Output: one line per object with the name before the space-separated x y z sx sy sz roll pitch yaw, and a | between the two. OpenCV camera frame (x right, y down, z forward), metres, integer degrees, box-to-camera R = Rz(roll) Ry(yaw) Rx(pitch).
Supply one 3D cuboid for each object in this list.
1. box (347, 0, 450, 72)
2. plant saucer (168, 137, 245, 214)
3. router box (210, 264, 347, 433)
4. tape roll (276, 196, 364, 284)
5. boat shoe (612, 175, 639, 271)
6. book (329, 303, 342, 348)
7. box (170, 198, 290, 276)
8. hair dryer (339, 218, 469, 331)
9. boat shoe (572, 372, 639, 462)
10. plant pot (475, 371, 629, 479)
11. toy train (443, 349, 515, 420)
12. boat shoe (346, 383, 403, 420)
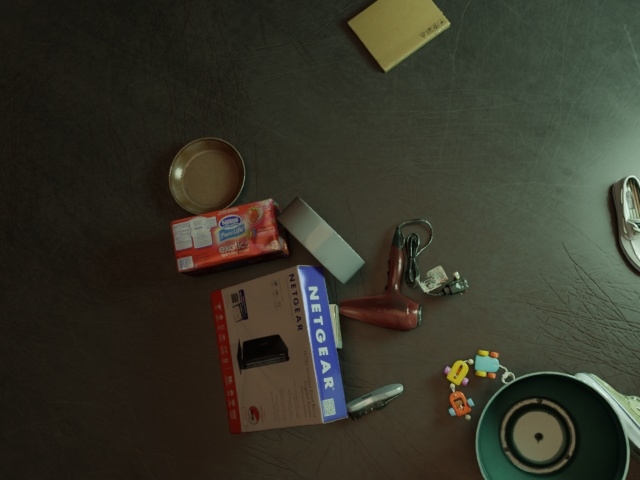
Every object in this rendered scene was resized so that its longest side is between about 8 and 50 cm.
box | 0.194 -0.540 1.784 0.201 0.021 0.164 -35 78 3
plant saucer | -0.281 -0.158 1.793 0.198 0.036 0.199 -1 82 9
router box | -0.102 0.247 1.602 0.301 0.082 0.336 -19 76 40
tape roll | 0.000 0.000 1.630 0.072 0.219 0.219 -45 77 0
boat shoe | 0.705 -0.035 1.595 0.083 0.076 0.227 -18 79 6
book | 0.029 0.199 1.631 0.035 0.144 0.096 -6 81 5
box | -0.213 -0.003 1.713 0.256 0.122 0.128 -13 80 7
hair dryer | 0.177 0.105 1.675 0.293 0.080 0.224 -31 63 -3
boat shoe | 0.665 0.385 1.535 0.302 0.109 0.094 45 75 4
plant pot | 0.469 0.420 1.500 0.292 0.196 0.293 -1 82 9
toy train | 0.348 0.321 1.615 0.166 0.046 0.125 -33 79 6
boat shoe | 0.128 0.371 1.643 0.142 0.049 0.040 -23 97 6
